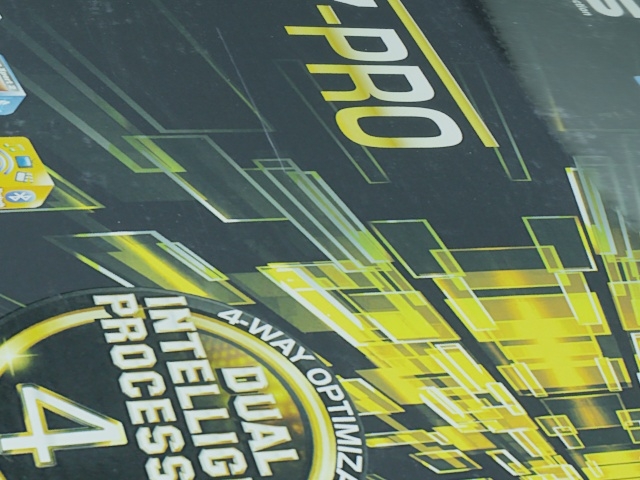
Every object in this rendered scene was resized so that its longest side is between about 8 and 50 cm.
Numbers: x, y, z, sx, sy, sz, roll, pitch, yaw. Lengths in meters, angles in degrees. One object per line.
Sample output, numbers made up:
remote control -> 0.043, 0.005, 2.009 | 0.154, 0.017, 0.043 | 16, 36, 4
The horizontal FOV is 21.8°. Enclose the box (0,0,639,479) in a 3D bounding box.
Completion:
box -> 0.000, 0.000, 0.536 | 0.318, 0.097, 0.395 | 0, 37, -21
